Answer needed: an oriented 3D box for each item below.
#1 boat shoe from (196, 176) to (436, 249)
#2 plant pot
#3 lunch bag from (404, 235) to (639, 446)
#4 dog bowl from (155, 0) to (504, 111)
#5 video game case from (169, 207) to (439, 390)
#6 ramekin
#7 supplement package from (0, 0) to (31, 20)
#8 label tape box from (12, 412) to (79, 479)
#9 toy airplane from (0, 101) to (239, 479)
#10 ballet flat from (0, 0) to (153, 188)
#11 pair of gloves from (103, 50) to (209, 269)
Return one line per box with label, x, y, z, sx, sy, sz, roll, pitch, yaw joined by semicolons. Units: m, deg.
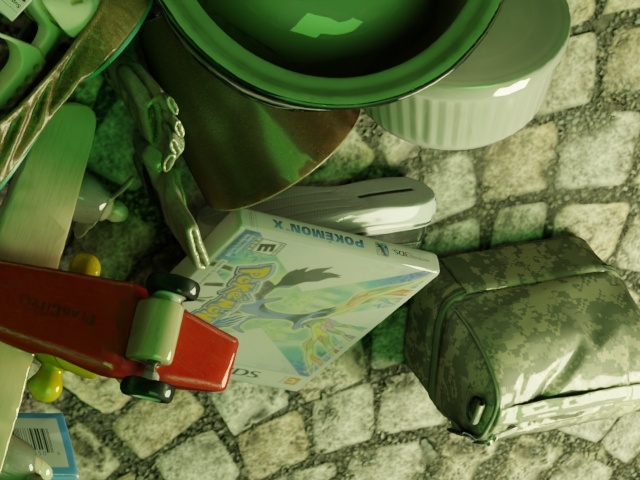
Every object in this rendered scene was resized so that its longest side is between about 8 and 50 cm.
boat shoe;0.000;0.000;2.128;0.335;0.121;0.119;-5;118;-27
plant pot;-0.105;-0.189;1.921;0.215;0.215;0.230;-37;113;-2
lunch bag;0.289;0.152;2.289;0.305;0.256;0.212;-7;122;-23
dog bowl;-0.006;-0.320;1.789;0.408;0.150;0.408;2;80;-11
video game case;-0.064;0.083;2.110;0.300;0.036;0.329;13;141;-33
ramekin;0.154;-0.223;1.985;0.273;0.273;0.127;-18;139;-16
supplement package;-0.314;-0.369;1.682;0.203;0.194;0.149;-45;129;4
label tape box;-0.476;0.362;2.109;0.249;0.115;0.347;3;136;-29
toy airplane;-0.337;0.085;1.897;0.386;0.272;0.384;-31;86;-14
ballet flat;-0.309;-0.197;1.796;0.342;0.116;0.124;-51;137;-14
pair of gloves;-0.183;-0.104;1.914;0.042;0.204;0.240;-23;127;-13
